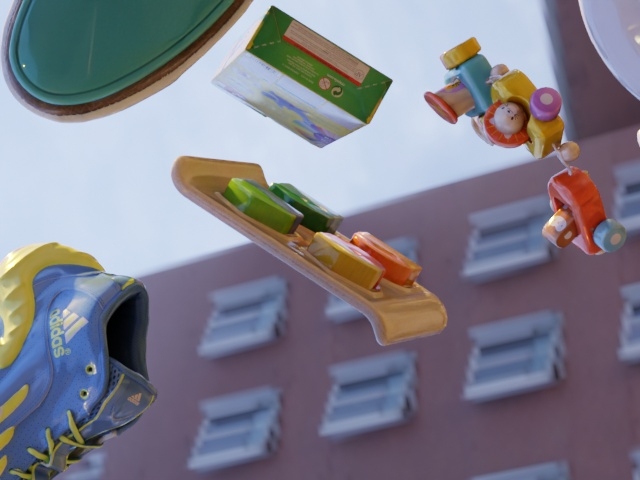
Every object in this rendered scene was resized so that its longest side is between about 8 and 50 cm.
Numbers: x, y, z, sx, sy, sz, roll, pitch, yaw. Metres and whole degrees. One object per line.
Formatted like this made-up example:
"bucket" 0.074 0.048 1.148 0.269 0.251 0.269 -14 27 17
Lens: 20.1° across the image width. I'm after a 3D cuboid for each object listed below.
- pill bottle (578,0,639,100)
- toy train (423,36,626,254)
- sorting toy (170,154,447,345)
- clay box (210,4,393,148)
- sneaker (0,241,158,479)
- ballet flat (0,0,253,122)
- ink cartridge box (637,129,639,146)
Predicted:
"pill bottle" 0.211 -0.146 0.777 0.221 0.121 0.121 -43 -62 -40
"toy train" 0.118 -0.055 1.125 0.166 0.046 0.125 45 162 46
"sorting toy" 0.000 0.000 1.377 0.208 0.038 0.193 38 -169 14
"clay box" -0.023 -0.144 1.652 0.127 0.222 0.053 31 -98 -9
"sneaker" -0.176 0.110 1.082 0.091 0.126 0.240 43 -120 -49
"ballet flat" -0.073 -0.244 1.265 0.400 0.139 0.139 -56 -36 -2
"ink cartridge box" 0.424 -0.058 1.359 0.071 0.330 0.324 41 -155 -34
